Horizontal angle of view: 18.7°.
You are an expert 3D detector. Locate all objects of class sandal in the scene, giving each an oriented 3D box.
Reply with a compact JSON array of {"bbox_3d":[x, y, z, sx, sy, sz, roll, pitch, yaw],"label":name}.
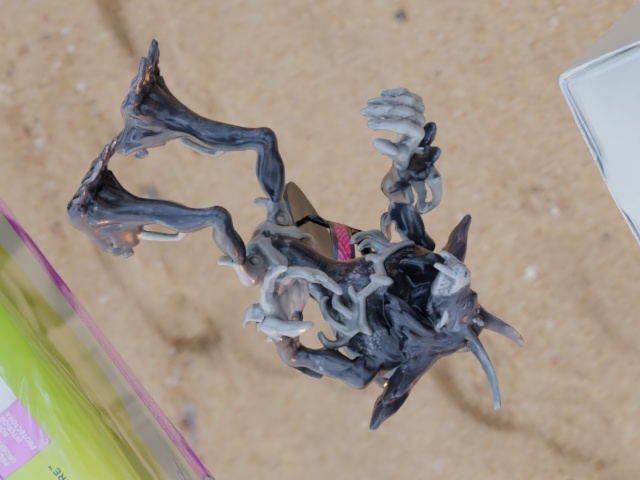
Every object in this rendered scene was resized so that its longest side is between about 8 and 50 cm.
[{"bbox_3d":[0.023,0.026,1.358,0.040,0.067,0.179,-39,56,15],"label":"sandal"}]

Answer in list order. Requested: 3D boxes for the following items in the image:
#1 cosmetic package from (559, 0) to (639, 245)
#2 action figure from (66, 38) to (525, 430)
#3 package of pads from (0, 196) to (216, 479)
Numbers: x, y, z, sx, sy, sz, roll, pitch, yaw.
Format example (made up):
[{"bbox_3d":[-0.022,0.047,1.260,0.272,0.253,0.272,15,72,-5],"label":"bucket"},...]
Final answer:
[{"bbox_3d":[0.275,-0.102,1.186,0.129,0.296,0.153,-22,102,33],"label":"cosmetic package"},{"bbox_3d":[0.000,0.000,1.110,0.275,0.164,0.141,25,153,0],"label":"action figure"},{"bbox_3d":[-0.126,0.071,0.726,0.296,0.101,0.229,54,180,-15],"label":"package of pads"}]
